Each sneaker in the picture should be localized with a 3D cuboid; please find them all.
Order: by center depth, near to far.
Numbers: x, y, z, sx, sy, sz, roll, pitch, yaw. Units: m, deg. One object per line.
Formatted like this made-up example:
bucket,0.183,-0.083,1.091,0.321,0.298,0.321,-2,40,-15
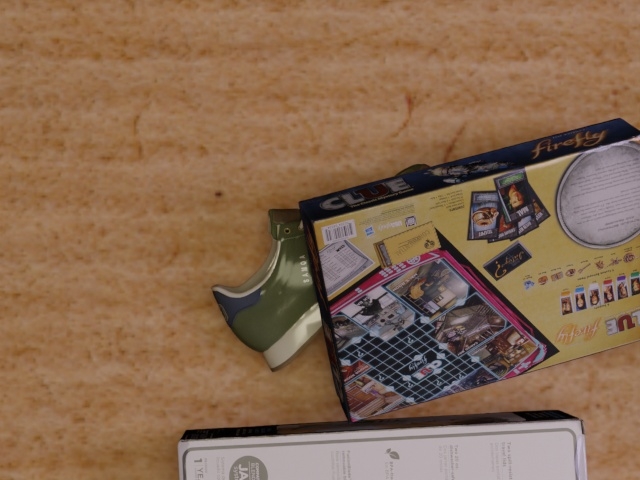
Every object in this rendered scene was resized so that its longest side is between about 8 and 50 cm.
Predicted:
sneaker,0.000,0.000,1.125,0.086,0.064,0.192,42,90,-4

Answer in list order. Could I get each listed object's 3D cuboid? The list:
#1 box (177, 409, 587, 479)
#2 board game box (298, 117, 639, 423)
box,0.046,0.215,1.106,0.290,0.087,0.169,-4,88,-2
board game box,0.118,0.022,1.093,0.243,0.042,0.165,-14,115,-9
